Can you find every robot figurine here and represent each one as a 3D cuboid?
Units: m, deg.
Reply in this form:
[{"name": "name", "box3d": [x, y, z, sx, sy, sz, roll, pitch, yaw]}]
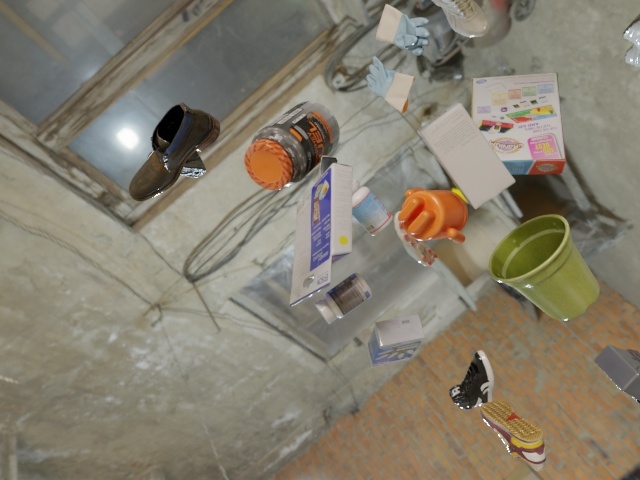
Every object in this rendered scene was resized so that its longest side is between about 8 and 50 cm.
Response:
[{"name": "robot figurine", "box3d": [0.291, -0.063, 1.321, 0.158, 0.128, 0.219, 13, -167, 41]}]

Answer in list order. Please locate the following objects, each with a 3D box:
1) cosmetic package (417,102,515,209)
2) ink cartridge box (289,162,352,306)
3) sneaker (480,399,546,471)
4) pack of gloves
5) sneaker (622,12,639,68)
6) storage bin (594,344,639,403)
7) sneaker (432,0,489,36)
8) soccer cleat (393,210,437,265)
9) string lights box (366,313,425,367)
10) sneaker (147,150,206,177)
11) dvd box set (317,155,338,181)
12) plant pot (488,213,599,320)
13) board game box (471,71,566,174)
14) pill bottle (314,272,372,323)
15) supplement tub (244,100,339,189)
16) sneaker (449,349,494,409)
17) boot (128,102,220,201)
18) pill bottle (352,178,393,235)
[{"name": "cosmetic package", "box3d": [0.346, -0.202, 1.249, 0.231, 0.117, 0.085, 53, -167, -9]}, {"name": "ink cartridge box", "box3d": [0.000, 0.000, 1.352, 0.072, 0.307, 0.303, 7, 162, -20]}, {"name": "sneaker", "box3d": [0.385, 0.393, 1.060, 0.185, 0.070, 0.084, -145, 42, -79]}, {"name": "pack of gloves", "box3d": [0.185, -0.418, 1.199, 0.046, 0.195, 0.232, 5, -151, -25]}, {"name": "sneaker", "box3d": [0.865, -0.512, 1.338, 0.297, 0.111, 0.129, 10, -142, -56]}, {"name": "storage bin", "box3d": [0.700, 0.295, 1.182, 0.091, 0.098, 0.135, 24, -159, -21]}, {"name": "sneaker", "box3d": [0.387, -0.671, 1.477, 0.232, 0.090, 0.115, 46, -168, 4]}, {"name": "soccer cleat", "box3d": [0.250, -0.003, 1.449, 0.196, 0.068, 0.076, 52, 164, -25]}, {"name": "string lights box", "box3d": [0.225, 0.314, 1.615, 0.259, 0.133, 0.076, 92, 166, -63]}, {"name": "sneaker", "box3d": [-0.514, -0.299, 1.829, 0.227, 0.087, 0.130, 1, -121, -50]}, {"name": "dvd box set", "box3d": [0.007, -0.066, 1.848, 0.420, 0.062, 0.307, 103, 170, -70]}, {"name": "plant pot", "box3d": [0.714, 0.104, 1.627, 0.254, 0.276, 0.276, 44, -176, -15]}, {"name": "board game box", "box3d": [0.552, -0.333, 1.484, 0.064, 0.242, 0.316, 64, -149, -58]}, {"name": "pill bottle", "box3d": [0.059, 0.151, 1.353, 0.078, 0.137, 0.078, 54, 172, 11]}, {"name": "supplement tub", "box3d": [-0.093, -0.314, 1.734, 0.207, 0.207, 0.338, 48, -136, -8]}, {"name": "sneaker", "box3d": [0.429, 0.415, 1.503, 0.079, 0.121, 0.217, -106, 1, -57]}, {"name": "boot", "box3d": [-0.290, -0.163, 0.945, 0.082, 0.219, 0.106, 48, -174, 16]}, {"name": "pill bottle", "box3d": [0.130, -0.098, 1.515, 0.160, 0.087, 0.087, 48, -177, -11]}]
